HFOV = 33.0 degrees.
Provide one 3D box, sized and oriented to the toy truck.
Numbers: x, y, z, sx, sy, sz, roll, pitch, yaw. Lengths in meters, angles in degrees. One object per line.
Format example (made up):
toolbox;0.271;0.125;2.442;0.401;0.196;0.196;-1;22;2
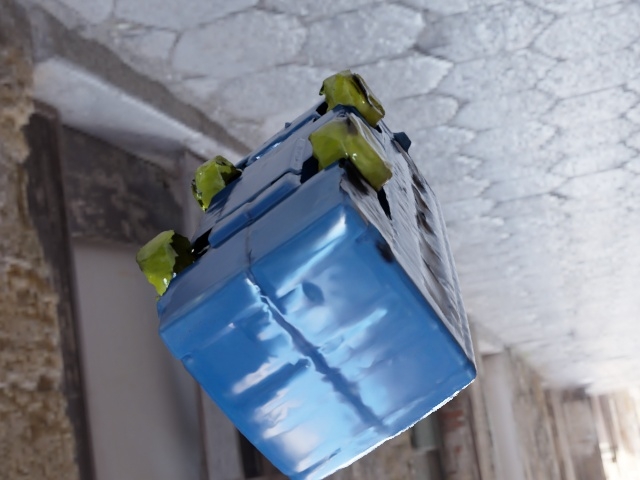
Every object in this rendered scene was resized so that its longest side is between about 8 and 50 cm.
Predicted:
toy truck;0.000;0.000;0.743;0.161;0.162;0.385;-35;-166;12
